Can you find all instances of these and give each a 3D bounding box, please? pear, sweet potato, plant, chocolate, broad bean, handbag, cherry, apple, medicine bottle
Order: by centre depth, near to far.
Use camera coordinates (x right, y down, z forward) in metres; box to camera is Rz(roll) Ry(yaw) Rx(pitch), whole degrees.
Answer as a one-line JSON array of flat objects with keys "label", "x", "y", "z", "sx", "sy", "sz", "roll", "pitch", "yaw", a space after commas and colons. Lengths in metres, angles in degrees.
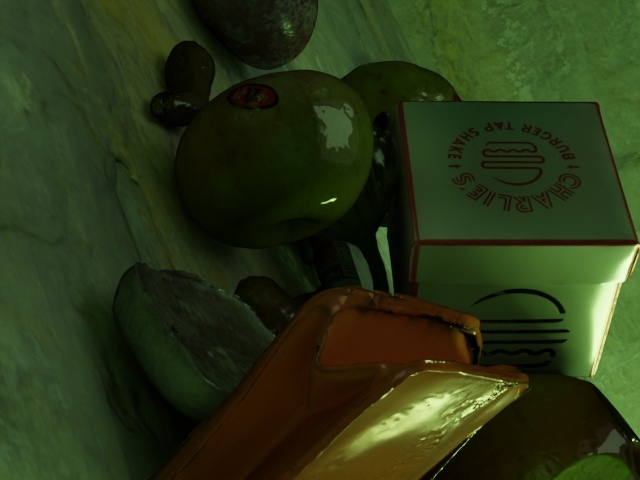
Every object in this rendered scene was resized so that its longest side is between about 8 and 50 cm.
[{"label": "handbag", "x": 0.031, "y": 0.193, "z": 1.278, "sx": 0.116, "sy": 0.303, "sz": 0.410, "roll": 50, "pitch": 15, "yaw": 24}, {"label": "chocolate", "x": -0.111, "y": 0.131, "z": 1.327, "sx": 0.185, "sy": 0.100, "sz": 0.303, "roll": 56, "pitch": 9, "yaw": 22}, {"label": "broad bean", "x": -0.023, "y": 0.134, "z": 1.558, "sx": 0.228, "sy": 0.122, "sz": 0.156, "roll": 58, "pitch": 12, "yaw": -20}, {"label": "apple", "x": -0.054, "y": -0.100, "z": 1.613, "sx": 0.261, "sy": 0.260, "sz": 0.194, "roll": 22, "pitch": 47, "yaw": -67}, {"label": "sweet potato", "x": -0.189, "y": -0.207, "z": 1.748, "sx": 0.081, "sy": 0.062, "sz": 0.233, "roll": 40, "pitch": 26, "yaw": -18}, {"label": "apple", "x": 0.315, "y": 0.381, "z": 1.798, "sx": 0.384, "sy": 0.374, "sz": 0.374, "roll": 62, "pitch": 14, "yaw": 27}, {"label": "plant", "x": 0.062, "y": -0.024, "z": 1.852, "sx": 0.333, "sy": 0.251, "sz": 0.180, "roll": 55, "pitch": 33, "yaw": -19}, {"label": "medicine bottle", "x": 0.000, "y": 0.000, "z": 2.003, "sx": 0.092, "sy": 0.061, "sz": 0.221, "roll": 21, "pitch": 39, "yaw": -41}, {"label": "cherry", "x": -0.107, "y": -0.423, "z": 2.099, "sx": 0.236, "sy": 0.212, "sz": 0.285, "roll": -74, "pitch": 143, "yaw": -57}, {"label": "pear", "x": 0.125, "y": -0.166, "z": 2.323, "sx": 0.287, "sy": 0.287, "sz": 0.375, "roll": 49, "pitch": 40, "yaw": -40}]

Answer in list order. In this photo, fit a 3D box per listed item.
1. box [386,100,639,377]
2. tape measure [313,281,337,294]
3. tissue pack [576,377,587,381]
[{"label": "box", "x": 0.263, "y": 0.000, "z": 1.871, "sx": 0.300, "sy": 0.314, "sz": 0.312, "roll": 93, "pitch": -4, "yaw": -46}, {"label": "tape measure", "x": 0.036, "y": 0.153, "z": 1.731, "sx": 0.178, "sy": 0.105, "sz": 0.196, "roll": 24, "pitch": 44, "yaw": -31}, {"label": "tissue pack", "x": 0.332, "y": 0.291, "z": 2.132, "sx": 0.380, "sy": 0.207, "sz": 0.297, "roll": 58, "pitch": -16, "yaw": -15}]
